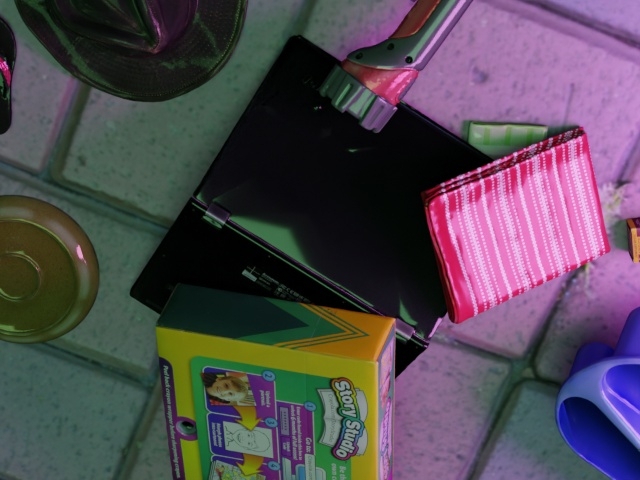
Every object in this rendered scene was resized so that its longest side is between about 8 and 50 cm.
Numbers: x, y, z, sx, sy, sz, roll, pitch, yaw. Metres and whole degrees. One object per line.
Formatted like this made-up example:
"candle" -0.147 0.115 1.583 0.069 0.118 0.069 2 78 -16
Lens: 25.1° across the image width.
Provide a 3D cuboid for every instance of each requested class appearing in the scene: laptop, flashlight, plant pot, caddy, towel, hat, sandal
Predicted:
"laptop" 0.000 0.000 2.041 0.382 0.236 0.408 32 138 -6
"flashlight" 0.123 -0.289 1.877 0.103 0.103 0.304 27 102 -38
"plant pot" -0.441 0.050 2.085 0.236 0.032 0.236 1 111 2
"caddy" 0.492 0.257 2.012 0.341 0.179 0.241 36 131 -11
"towel" 0.270 -0.021 1.958 0.275 0.031 0.199 -23 112 -20
"hat" -0.257 -0.323 1.873 0.331 0.134 0.331 1 111 2
"sandal" -0.452 -0.227 1.968 0.067 0.040 0.179 2 112 2
"towel" 0.257 -0.089 2.003 0.113 0.023 0.152 2 112 1

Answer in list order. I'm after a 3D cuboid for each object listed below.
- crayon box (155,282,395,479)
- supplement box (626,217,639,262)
"crayon box" -0.057 0.250 2.031 0.313 0.106 0.363 8 128 12
"supplement box" 0.476 -0.004 2.016 0.083 0.043 0.055 -8 110 5
